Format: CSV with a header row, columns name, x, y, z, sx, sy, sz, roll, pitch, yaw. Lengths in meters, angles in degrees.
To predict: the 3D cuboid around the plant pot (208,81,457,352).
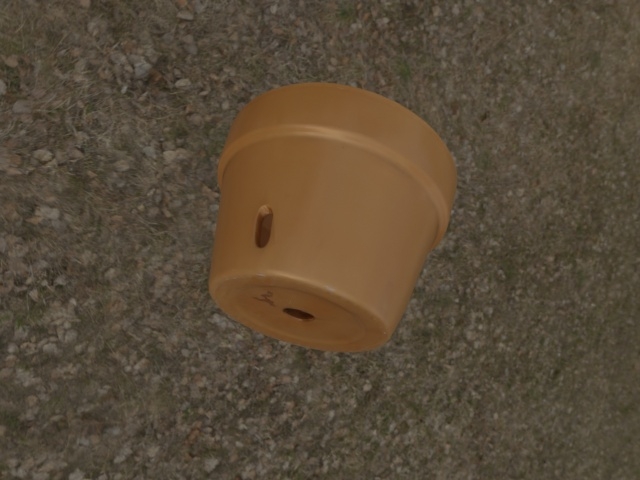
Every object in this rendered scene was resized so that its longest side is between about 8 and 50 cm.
name,x,y,z,sx,sy,sz,roll,pitch,yaw
plant pot,0.000,0.000,0.541,0.291,0.291,0.203,38,54,-35
